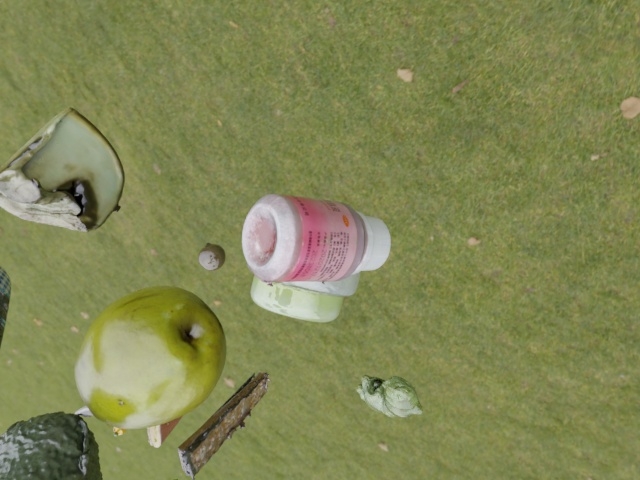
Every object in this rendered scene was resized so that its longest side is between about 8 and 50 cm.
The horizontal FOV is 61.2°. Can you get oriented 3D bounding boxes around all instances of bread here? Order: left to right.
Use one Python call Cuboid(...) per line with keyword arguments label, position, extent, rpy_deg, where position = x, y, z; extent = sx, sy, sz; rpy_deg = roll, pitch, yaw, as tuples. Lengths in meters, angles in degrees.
Cuboid(label="bread", position=(-0.410, 0.450, 1.461), extent=(0.067, 0.192, 0.119), rpy_deg=(19, 145, 29))

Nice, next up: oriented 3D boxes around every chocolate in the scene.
Cuboid(label="chocolate", position=(-0.244, 0.459, 1.393), extent=(0.065, 0.329, 0.102), rpy_deg=(15, 125, 29))

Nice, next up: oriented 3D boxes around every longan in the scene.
Cuboid(label="longan", position=(-0.407, 0.059, 2.024), extent=(0.113, 0.113, 0.092), rpy_deg=(13, 176, 31))

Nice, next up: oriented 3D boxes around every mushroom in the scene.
Cuboid(label="mushroom", position=(-0.573, -0.117, 1.187), extent=(0.212, 0.292, 0.217), rpy_deg=(-30, 121, 14))

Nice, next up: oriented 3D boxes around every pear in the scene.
Cuboid(label="pear", position=(-0.311, 0.217, 0.983), extent=(0.253, 0.253, 0.307), rpy_deg=(47, 122, -5))

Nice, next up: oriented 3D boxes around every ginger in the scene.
Cuboid(label="ginger", position=(0.173, 0.404, 1.407), extent=(0.137, 0.089, 0.290), rpy_deg=(58, 161, -2))

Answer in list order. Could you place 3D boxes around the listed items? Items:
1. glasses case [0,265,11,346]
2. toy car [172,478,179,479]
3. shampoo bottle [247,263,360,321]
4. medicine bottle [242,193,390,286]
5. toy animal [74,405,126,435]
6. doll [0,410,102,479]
Cuboid(label="glasses case", position=(-0.609, 0.143, 0.916), extent=(0.076, 0.327, 0.125), rpy_deg=(-38, 133, 16))
Cuboid(label="toy car", position=(-0.351, 0.679, 1.407), extent=(0.165, 0.062, 0.071), rpy_deg=(1, 106, 41))
Cuboid(label="shampoo bottle", position=(-0.040, 0.057, 1.541), extent=(0.323, 0.317, 0.322), rpy_deg=(17, 179, 0))
Cuboid(label="medicine bottle", position=(0.000, 0.000, 0.916), extent=(0.147, 0.247, 0.147), rpy_deg=(-3, 86, 50))
Cuboid(label="toy animal", position=(-0.570, 0.475, 1.505), extent=(0.182, 0.131, 0.127), rpy_deg=(16, 155, -41))
Cuboid(label="doll", position=(-0.469, 0.462, 0.874), extent=(0.247, 0.349, 0.247), rpy_deg=(-4, 146, -2))
